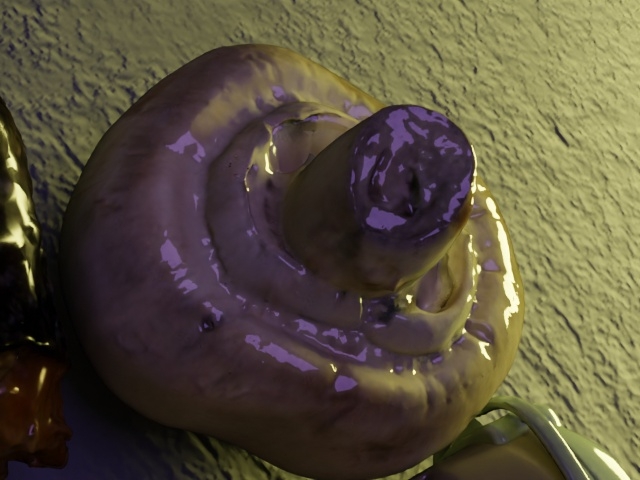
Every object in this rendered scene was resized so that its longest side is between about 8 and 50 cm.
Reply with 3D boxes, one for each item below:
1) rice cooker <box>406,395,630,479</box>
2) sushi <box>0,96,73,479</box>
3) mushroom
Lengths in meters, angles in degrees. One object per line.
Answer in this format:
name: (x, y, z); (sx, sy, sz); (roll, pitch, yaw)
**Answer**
rice cooker: (0.118, 0.193, 0.879); (0.127, 0.145, 0.206); (-23, 76, -31)
sushi: (-0.267, 0.026, 0.650); (0.348, 0.234, 0.207); (-9, 71, -32)
mushroom: (0.000, 0.000, 0.840); (0.260, 0.234, 0.254); (-20, 75, -39)
